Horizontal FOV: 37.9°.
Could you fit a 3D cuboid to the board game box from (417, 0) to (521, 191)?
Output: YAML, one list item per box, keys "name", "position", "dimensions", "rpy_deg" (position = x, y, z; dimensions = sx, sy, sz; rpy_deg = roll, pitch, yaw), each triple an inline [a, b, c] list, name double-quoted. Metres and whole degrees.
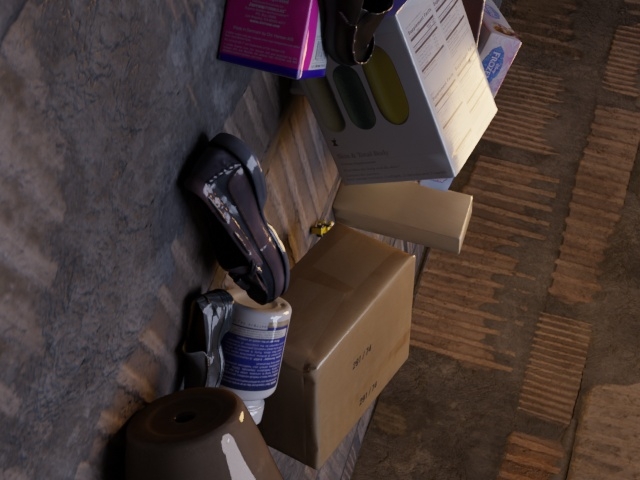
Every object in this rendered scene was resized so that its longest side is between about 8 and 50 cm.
- name: "board game box"
  position: [0.247, -0.311, 1.785]
  dimensions: [0.318, 0.066, 0.318]
  rpy_deg: [-100, -152, -53]

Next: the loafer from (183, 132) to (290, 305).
- name: "loafer"
  position: [-0.118, -0.007, 1.235]
  dimensions: [0.095, 0.109, 0.302]
  rpy_deg: [-46, 147, -27]

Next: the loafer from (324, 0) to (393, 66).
- name: "loafer"
  position: [0.049, -0.281, 1.134]
  dimensions: [0.220, 0.078, 0.080]
  rpy_deg: [71, 35, -67]

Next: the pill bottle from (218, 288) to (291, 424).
- name: "pill bottle"
  position: [-0.113, 0.175, 1.381]
  dimensions: [0.112, 0.112, 0.186]
  rpy_deg: [-31, 134, -71]

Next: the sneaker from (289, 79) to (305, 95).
- name: "sneaker"
  position: [0.017, -0.277, 1.505]
  dimensions: [0.212, 0.080, 0.094]
  rpy_deg: [-23, 121, -71]

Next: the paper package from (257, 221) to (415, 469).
- name: "paper package"
  position: [0.012, 0.184, 1.630]
  dimensions: [0.325, 0.168, 0.309]
  rpy_deg: [-47, 150, -37]

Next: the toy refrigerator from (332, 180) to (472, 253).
- name: "toy refrigerator"
  position: [0.171, -0.061, 1.937]
  dimensions: [0.094, 0.270, 0.102]
  rpy_deg: [73, 33, -65]

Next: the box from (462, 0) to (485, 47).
- name: "box"
  position: [0.157, -0.383, 1.586]
  dimensions: [0.168, 0.203, 0.167]
  rpy_deg: [-94, -176, -47]

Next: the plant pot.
- name: "plant pot"
  position: [-0.152, 0.319, 1.183]
  dimensions: [0.263, 0.263, 0.229]
  rpy_deg: [-49, 132, -61]

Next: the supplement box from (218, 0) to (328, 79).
- name: "supplement box"
  position: [-0.040, -0.320, 1.145]
  dimensions: [0.111, 0.114, 0.220]
  rpy_deg: [-33, 137, -69]

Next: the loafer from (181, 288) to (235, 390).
- name: "loafer"
  position: [-0.167, 0.149, 1.273]
  dimensions: [0.061, 0.062, 0.170]
  rpy_deg: [-2, 104, -53]

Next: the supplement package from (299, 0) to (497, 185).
- name: "supplement package"
  position: [0.109, -0.248, 1.395]
  dimensions: [0.198, 0.199, 0.262]
  rpy_deg: [-54, 130, -41]

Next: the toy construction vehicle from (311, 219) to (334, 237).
- name: "toy construction vehicle"
  position: [0.000, 0.000, 1.833]
  dimensions: [0.098, 0.035, 0.085]
  rpy_deg: [-42, 134, -71]
